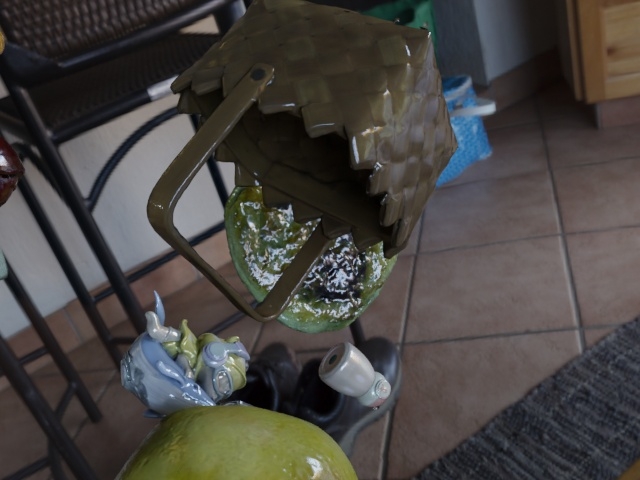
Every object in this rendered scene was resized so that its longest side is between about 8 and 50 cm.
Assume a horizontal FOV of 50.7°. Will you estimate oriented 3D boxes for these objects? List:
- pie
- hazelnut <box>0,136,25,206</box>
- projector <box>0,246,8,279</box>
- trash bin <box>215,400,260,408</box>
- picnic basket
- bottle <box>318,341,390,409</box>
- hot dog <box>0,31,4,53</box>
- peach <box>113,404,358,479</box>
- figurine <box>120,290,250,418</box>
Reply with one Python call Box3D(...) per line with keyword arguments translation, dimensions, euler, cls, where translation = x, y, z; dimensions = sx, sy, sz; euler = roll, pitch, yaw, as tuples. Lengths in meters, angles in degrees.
Box3D(translation=(-0.007, 0.006, 1.153), dimensions=(0.323, 0.323, 0.070), euler=(-32, 1, -25), cls="pie")
Box3D(translation=(-0.610, -0.109, 1.168), dimensions=(0.170, 0.202, 0.160), euler=(6, 44, -32), cls="hazelnut")
Box3D(translation=(-0.905, 0.010, 1.548), dimensions=(0.249, 0.248, 0.248), euler=(-26, 25, -39), cls="projector")
Box3D(translation=(-0.270, 0.654, 1.908), dimensions=(0.256, 0.296, 0.368), euler=(-13, 61, 20), cls="trash bin")
Box3D(translation=(-0.033, -0.087, 0.754), dimensions=(0.291, 0.254, 0.321), euler=(24, 72, 32), cls="picnic basket")
Box3D(translation=(0.123, 0.446, 2.168), dimensions=(0.147, 0.236, 0.147), euler=(-44, 17, 18), cls="bottle")
Box3D(translation=(-0.704, -0.415, 1.391), dimensions=(0.100, 0.068, 0.249), euler=(-39, 45, -9), cls="hot dog")
Box3D(translation=(-0.096, 0.334, 0.780), dimensions=(0.314, 0.315, 0.281), euler=(46, 46, 13), cls="peach")
Box3D(translation=(-0.201, 0.175, 0.983), dimensions=(0.184, 0.128, 0.208), euler=(-11, 52, -34), cls="figurine")
